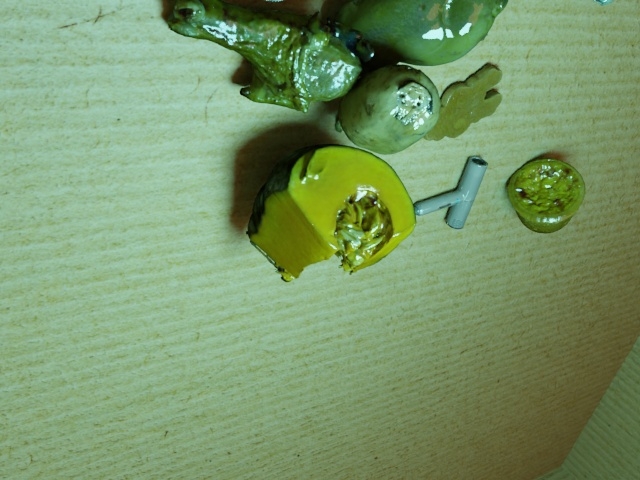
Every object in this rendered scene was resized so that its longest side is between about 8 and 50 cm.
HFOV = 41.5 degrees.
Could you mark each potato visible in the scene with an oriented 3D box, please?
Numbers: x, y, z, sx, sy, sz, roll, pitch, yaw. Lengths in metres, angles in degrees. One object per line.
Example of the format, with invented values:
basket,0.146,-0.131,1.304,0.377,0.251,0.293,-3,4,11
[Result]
potato,0.176,-0.418,1.574,0.351,0.202,0.218,-18,168,5

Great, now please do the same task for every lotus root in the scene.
lotus root,0.121,-0.241,1.588,0.160,0.284,0.146,41,78,-13

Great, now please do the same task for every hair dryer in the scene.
hair dryer,0.303,-0.116,2.121,0.220,0.053,0.195,-4,127,-32

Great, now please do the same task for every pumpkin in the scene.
pumpkin,0.021,-0.061,1.694,0.303,0.256,0.225,-12,170,-31

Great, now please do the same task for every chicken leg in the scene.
chicken leg,-0.101,-0.331,1.483,0.361,0.140,0.211,10,133,-22

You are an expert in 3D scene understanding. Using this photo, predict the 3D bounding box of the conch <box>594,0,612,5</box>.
conch,0.661,-0.597,1.990,0.076,0.056,0.085,-10,103,-14

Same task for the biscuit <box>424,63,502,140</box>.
biscuit,0.329,-0.310,1.965,0.236,0.040,0.144,-31,134,-15

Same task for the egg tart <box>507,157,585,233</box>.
egg tart,0.615,-0.106,2.300,0.202,0.202,0.147,-39,151,-8

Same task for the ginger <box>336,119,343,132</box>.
ginger,0.082,-0.277,1.761,0.057,0.044,0.137,23,107,-32
